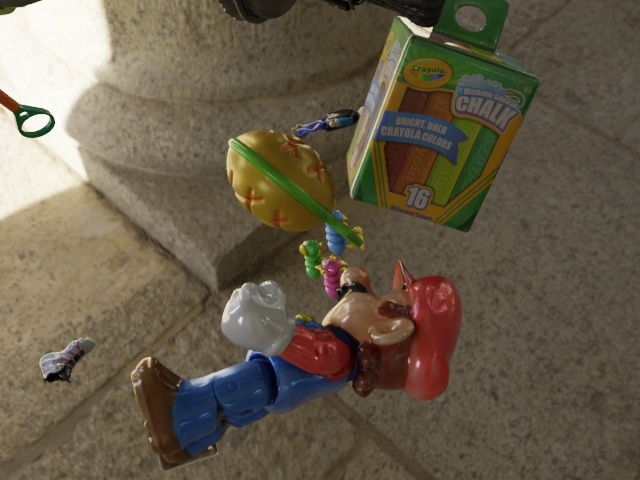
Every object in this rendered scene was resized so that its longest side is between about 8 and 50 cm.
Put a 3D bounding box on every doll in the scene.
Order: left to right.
[{"bbox_3d":[0.033,-0.273,1.405,0.188,0.046,0.129,-12,19,22],"label":"doll"}]

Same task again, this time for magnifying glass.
[{"bbox_3d":[-0.727,-0.312,1.485,0.092,0.231,0.026,-35,77,-3],"label":"magnifying glass"}]

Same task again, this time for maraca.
[{"bbox_3d":[-0.028,-0.054,0.689,0.185,0.127,0.099,38,95,-14],"label":"maraca"}]

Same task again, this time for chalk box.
[{"bbox_3d":[0.164,-0.191,0.838,0.180,0.289,0.179,15,27,-8],"label":"chalk box"}]

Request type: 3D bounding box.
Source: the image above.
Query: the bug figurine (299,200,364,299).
[{"bbox_3d":[0.000,0.000,1.195,0.072,0.216,0.279,-17,23,-17],"label":"bug figurine"}]

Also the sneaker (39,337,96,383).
[{"bbox_3d":[-0.424,0.212,1.039,0.098,0.038,0.069,-28,46,-6],"label":"sneaker"}]

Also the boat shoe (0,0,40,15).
[{"bbox_3d":[-0.270,-0.182,0.273,0.305,0.109,0.091,8,22,-37],"label":"boat shoe"}]

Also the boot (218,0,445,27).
[{"bbox_3d":[0.017,-0.303,0.666,0.260,0.131,0.348,9,11,2],"label":"boot"}]

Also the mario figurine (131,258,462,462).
[{"bbox_3d":[-0.015,0.093,0.601,0.320,0.198,0.170,-17,101,-12],"label":"mario figurine"}]

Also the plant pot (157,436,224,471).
[{"bbox_3d":[-0.232,0.338,1.105,0.109,0.096,0.109,-20,81,6],"label":"plant pot"}]
